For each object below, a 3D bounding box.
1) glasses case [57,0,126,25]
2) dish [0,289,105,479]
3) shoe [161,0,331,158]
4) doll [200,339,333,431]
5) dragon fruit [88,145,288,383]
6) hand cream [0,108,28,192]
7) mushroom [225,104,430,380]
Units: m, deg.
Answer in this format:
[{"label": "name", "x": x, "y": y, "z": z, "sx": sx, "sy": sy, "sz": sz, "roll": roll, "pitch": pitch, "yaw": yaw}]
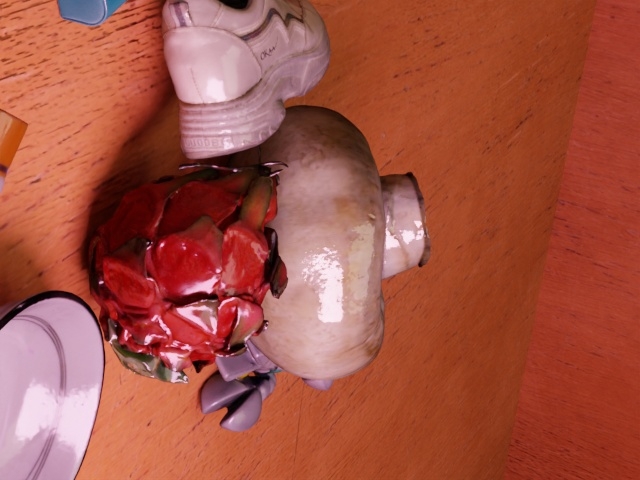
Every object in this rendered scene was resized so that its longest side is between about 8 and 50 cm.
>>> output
[{"label": "glasses case", "x": -0.168, "y": -0.348, "z": 1.429, "sx": 0.301, "sy": 0.070, "sz": 0.117, "roll": -53, "pitch": 150, "yaw": -37}, {"label": "dish", "x": -0.337, "y": 0.186, "z": 1.380, "sx": 0.316, "sy": 0.106, "sz": 0.316, "roll": 17, "pitch": 90, "yaw": -71}, {"label": "shoe", "x": -0.087, "y": -0.256, "z": 1.603, "sx": 0.342, "sy": 0.132, "sz": 0.211, "roll": -60, "pitch": 143, "yaw": -54}, {"label": "doll", "x": -0.054, "y": 0.168, "z": 1.957, "sx": 0.258, "sy": 0.153, "sz": 0.195, "roll": -21, "pitch": 162, "yaw": -48}, {"label": "dragon fruit", "x": -0.140, "y": 0.015, "z": 1.566, "sx": 0.293, "sy": 0.233, "sz": 0.234, "roll": -56, "pitch": 153, "yaw": -20}, {"label": "hand cream", "x": -0.368, "y": 0.016, "z": 1.220, "sx": 0.139, "sy": 0.089, "sz": 0.314, "roll": 25, "pitch": 90, "yaw": -53}, {"label": "mushroom", "x": 0.000, "y": 0.000, "z": 1.769, "sx": 0.352, "sy": 0.260, "sz": 0.352, "roll": 170, "pitch": -90, "yaw": -84}]
